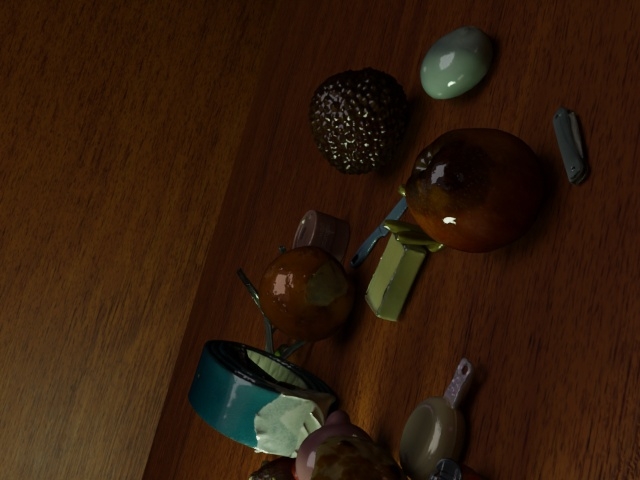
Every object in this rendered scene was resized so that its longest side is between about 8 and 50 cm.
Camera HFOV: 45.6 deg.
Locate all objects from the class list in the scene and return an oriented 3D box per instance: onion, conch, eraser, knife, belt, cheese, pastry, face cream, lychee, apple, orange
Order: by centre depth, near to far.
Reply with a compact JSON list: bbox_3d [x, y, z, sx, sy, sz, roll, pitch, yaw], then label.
[{"bbox_3d":[0.411,-0.160,1.247,0.044,0.023,0.162,-47,30,41],"label":"knife"},{"bbox_3d":[0.084,0.449,1.260,0.237,0.170,0.255,39,-138,-77],"label":"pastry"},{"bbox_3d":[0.208,0.307,1.305,0.227,0.064,0.137,-66,22,11],"label":"cheese"},{"bbox_3d":[0.261,-0.093,1.308,0.230,0.230,0.230,-53,27,41],"label":"apple"},{"bbox_3d":[0.161,0.074,1.637,0.117,0.058,0.172,-116,46,-69],"label":"eraser"},{"bbox_3d":[0.294,-0.392,1.667,0.185,0.121,0.221,-44,10,-14],"label":"conch"},{"bbox_3d":[-0.101,0.566,1.690,0.230,0.163,0.230,-35,33,27],"label":"onion"},{"bbox_3d":[-0.143,0.368,1.825,0.436,0.300,0.173,28,100,61],"label":"belt"},{"bbox_3d":[0.151,-0.028,1.831,0.313,0.019,0.044,-54,33,38],"label":"knife"},{"bbox_3d":[-0.031,0.129,1.852,0.240,0.240,0.240,-53,27,41],"label":"orange"},{"bbox_3d":[0.095,-0.290,1.887,0.267,0.268,0.267,-53,27,41],"label":"lychee"},{"bbox_3d":[0.000,0.000,2.071,0.149,0.104,0.149,-52,27,41],"label":"face cream"}]

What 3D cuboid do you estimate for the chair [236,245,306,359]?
[{"bbox_3d":[-0.114,0.190,2.081,0.274,0.191,0.203,67,171,-18],"label":"chair"}]

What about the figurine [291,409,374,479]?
[{"bbox_3d":[0.036,0.439,1.491,0.173,0.173,0.173,-53,27,41],"label":"figurine"}]

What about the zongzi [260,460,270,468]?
[{"bbox_3d":[-0.128,0.601,1.974,0.083,0.040,0.076,-35,33,41],"label":"zongzi"}]

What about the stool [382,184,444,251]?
[{"bbox_3d":[0.205,-0.043,1.559,0.134,0.111,0.135,-41,36,53],"label":"stool"}]

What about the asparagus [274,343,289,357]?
[{"bbox_3d":[-0.138,0.357,2.214,0.178,0.041,0.045,-50,59,46],"label":"asparagus"}]

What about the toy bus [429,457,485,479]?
[{"bbox_3d":[0.204,0.430,1.178,0.079,0.077,0.174,-4,68,69],"label":"toy bus"}]
